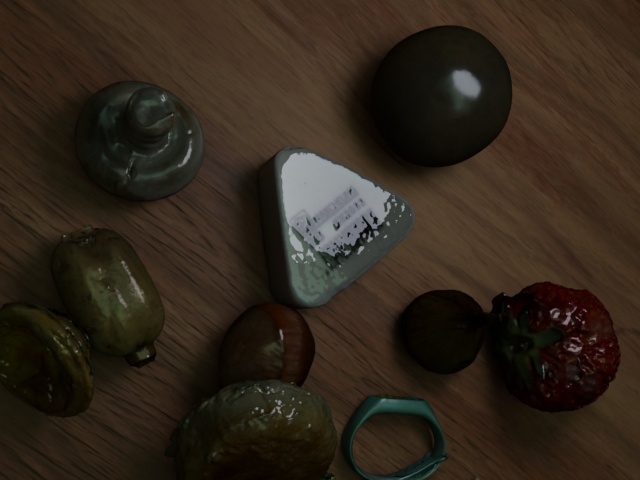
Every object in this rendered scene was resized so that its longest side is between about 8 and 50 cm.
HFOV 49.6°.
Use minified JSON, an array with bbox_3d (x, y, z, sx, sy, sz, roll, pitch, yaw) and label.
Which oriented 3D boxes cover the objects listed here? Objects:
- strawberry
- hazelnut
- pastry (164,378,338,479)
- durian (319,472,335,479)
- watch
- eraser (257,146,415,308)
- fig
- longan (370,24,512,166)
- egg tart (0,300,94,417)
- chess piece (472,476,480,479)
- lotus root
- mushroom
[{"bbox_3d":[0.552,0.233,1.552,0.310,0.292,0.292,-8,87,-13],"label":"strawberry"},{"bbox_3d":[-0.101,0.225,1.369,0.214,0.176,0.214,-22,129,-31],"label":"hazelnut"},{"bbox_3d":[-0.123,0.385,1.282,0.329,0.329,0.136,2,40,-20],"label":"pastry"},{"bbox_3d":[-0.022,0.575,1.396,0.095,0.137,0.221,32,65,-50],"label":"durian"},{"bbox_3d":[0.165,0.432,1.494,0.237,0.068,0.195,7,83,-19],"label":"watch"},{"bbox_3d":[0.000,0.000,1.439,0.331,0.150,0.331,2,85,-19],"label":"eraser"},{"bbox_3d":[0.312,0.183,1.476,0.190,0.290,0.190,19,62,-38],"label":"fig"},{"bbox_3d":[0.266,-0.315,1.507,0.319,0.319,0.319,2,83,-20],"label":"longan"},{"bbox_3d":[-0.484,0.203,1.224,0.241,0.241,0.106,52,35,-8],"label":"egg tart"},{"bbox_3d":[0.325,0.565,1.559,0.092,0.035,0.035,-28,94,-24],"label":"chess piece"},{"bbox_3d":[-0.389,0.106,1.285,0.160,0.146,0.284,-26,95,-9],"label":"lotus root"},{"bbox_3d":[-0.333,-0.196,1.296,0.243,0.243,0.243,2,83,-20],"label":"mushroom"}]
